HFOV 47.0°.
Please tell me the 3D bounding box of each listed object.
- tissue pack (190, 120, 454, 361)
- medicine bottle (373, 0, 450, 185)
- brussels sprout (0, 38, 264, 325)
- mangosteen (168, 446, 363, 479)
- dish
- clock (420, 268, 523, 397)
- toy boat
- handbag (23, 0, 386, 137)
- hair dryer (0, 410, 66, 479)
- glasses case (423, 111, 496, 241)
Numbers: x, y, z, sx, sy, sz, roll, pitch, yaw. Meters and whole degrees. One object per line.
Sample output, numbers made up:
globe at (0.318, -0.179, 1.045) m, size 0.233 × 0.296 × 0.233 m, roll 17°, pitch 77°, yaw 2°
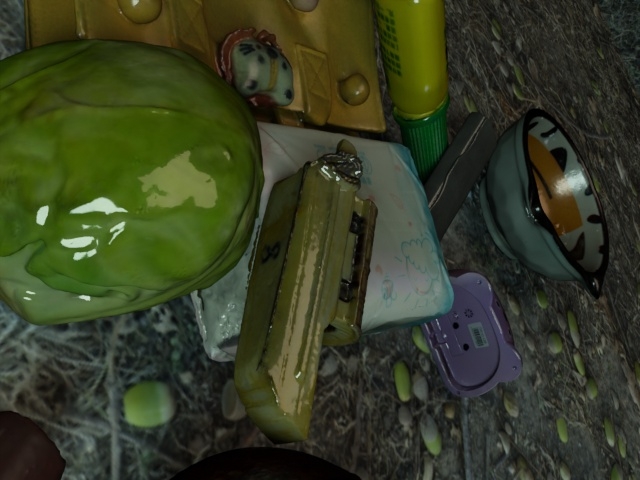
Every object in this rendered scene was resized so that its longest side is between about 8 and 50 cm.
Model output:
tissue pack at (-0.001, -0.002, 0.700) m, size 0.271 × 0.124 × 0.201 m, roll -1°, pitch 69°, yaw -50°
medicine bottle at (0.115, -0.189, 0.881) m, size 0.309 × 0.076 × 0.111 m, roll 75°, pitch 1°, yaw -47°
brussels sprout at (-0.141, -0.050, 0.503) m, size 0.223 × 0.161 × 0.223 m, roll 13°, pitch 56°, yaw -21°
mangosteen at (-0.046, 0.269, 0.433) m, size 0.231 × 0.231 × 0.289 m, roll 50°, pitch 55°, yaw -22°
dish at (0.331, -0.052, 1.134) m, size 0.303 × 0.120 × 0.303 m, roll 27°, pitch 53°, yaw -41°
clock at (0.181, 0.103, 0.878) m, size 0.050 × 0.110 × 0.153 m, roll -22°, pitch 90°, yaw -52°
toy boat at (-0.004, 0.032, 0.528) m, size 0.088 × 0.068 × 0.226 m, roll 28°, pitch 57°, yaw -32°
handbag at (-0.086, -0.245, 0.724) m, size 0.401 × 0.133 × 0.283 m, roll 8°, pitch 71°, yaw -49°
hair dryer at (-0.120, 0.266, 0.303) m, size 0.340 × 0.123 × 0.312 m, roll 28°, pitch 44°, yaw 6°
glasses case at (0.163, -0.072, 0.930) m, size 0.190 × 0.042 × 0.072 m, roll -56°, pitch 146°, yaw -23°
